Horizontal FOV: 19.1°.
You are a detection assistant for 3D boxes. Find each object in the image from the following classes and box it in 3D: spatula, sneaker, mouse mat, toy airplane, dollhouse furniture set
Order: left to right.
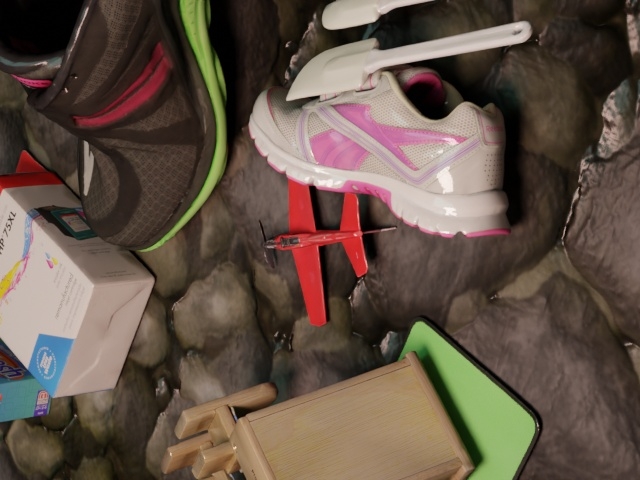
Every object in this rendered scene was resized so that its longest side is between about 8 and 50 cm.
[{"bbox_3d":[-0.190,-0.172,1.567,0.185,0.202,0.483,51,153,34],"label":"sneaker"},{"bbox_3d":[0.000,0.000,1.579,0.151,0.028,0.151,9,103,44],"label":"toy airplane"},{"bbox_3d":[0.000,0.209,1.551,0.212,0.161,0.242,63,155,20],"label":"dollhouse furniture set"},{"bbox_3d":[0.053,-0.087,1.475,0.252,0.103,0.111,22,106,35],"label":"sneaker"},{"bbox_3d":[0.081,-0.191,1.430,0.242,0.019,0.168,-7,51,46],"label":"spatula"},{"bbox_3d":[0.092,0.175,1.522,0.152,0.007,0.190,41,121,35],"label":"mouse mat"}]

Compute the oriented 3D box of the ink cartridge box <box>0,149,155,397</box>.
[{"bbox_3d":[-0.268,0.027,1.818,0.231,0.078,0.134,42,122,34],"label":"ink cartridge box"}]

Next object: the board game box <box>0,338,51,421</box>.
[{"bbox_3d":[-0.392,0.133,1.862,0.160,0.210,0.047,27,112,40],"label":"board game box"}]
